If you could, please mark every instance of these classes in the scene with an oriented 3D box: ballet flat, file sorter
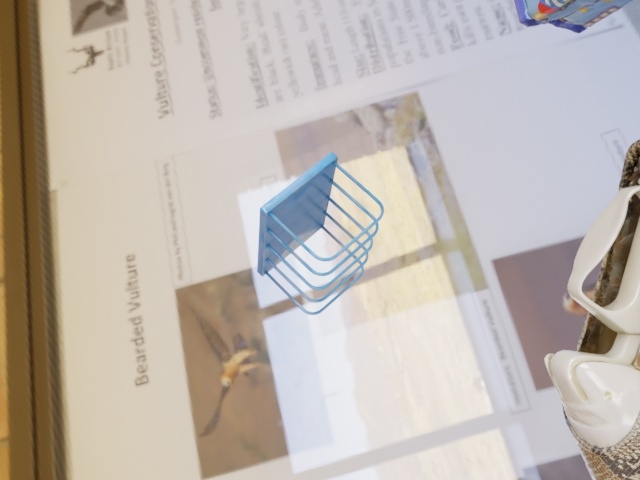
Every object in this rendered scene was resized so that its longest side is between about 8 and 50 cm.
[{"bbox_3d":[0.377,0.099,0.899,0.164,0.182,0.482,10,86,65],"label":"ballet flat"},{"bbox_3d":[0.000,0.000,0.895,0.104,0.118,0.170,42,156,16],"label":"file sorter"}]

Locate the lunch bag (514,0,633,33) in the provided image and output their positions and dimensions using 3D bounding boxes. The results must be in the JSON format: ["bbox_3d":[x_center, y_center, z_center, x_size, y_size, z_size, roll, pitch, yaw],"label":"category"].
[{"bbox_3d":[0.313,-0.430,0.835,0.221,0.138,0.293,-28,74,50],"label":"lunch bag"}]
